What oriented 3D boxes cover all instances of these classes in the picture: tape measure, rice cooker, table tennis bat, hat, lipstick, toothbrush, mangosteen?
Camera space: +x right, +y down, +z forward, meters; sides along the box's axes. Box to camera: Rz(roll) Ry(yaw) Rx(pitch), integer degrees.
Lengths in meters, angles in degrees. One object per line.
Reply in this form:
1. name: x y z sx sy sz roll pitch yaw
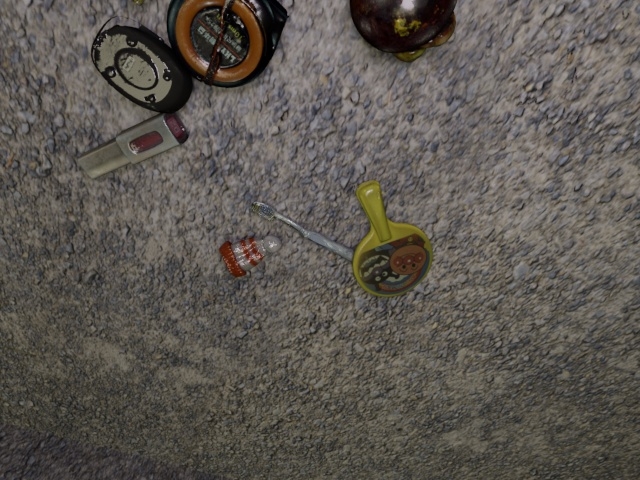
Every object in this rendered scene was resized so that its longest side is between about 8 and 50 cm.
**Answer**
1. tape measure: -0.182 -0.409 0.785 0.202 0.135 0.223 35 122 -30
2. rice cooker: -0.362 -0.349 0.834 0.203 0.118 0.142 35 104 -17
3. table tennis bat: 0.176 0.006 1.087 0.224 0.054 0.368 -21 120 3
4. hat: -0.183 0.031 1.122 0.162 0.093 0.112 -27 130 -1
5. lipstick: -0.439 -0.221 0.957 0.253 0.077 0.078 -17 120 15
6. toothbrush: 0.000 0.000 1.108 0.414 0.042 0.035 27 121 -17
7. mangosteen: 0.156 -0.420 0.744 0.192 0.192 0.217 -25 158 19

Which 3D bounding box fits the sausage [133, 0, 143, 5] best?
1. sausage: -0.311 -0.583 0.675 0.123 0.123 0.347 13 123 -6
